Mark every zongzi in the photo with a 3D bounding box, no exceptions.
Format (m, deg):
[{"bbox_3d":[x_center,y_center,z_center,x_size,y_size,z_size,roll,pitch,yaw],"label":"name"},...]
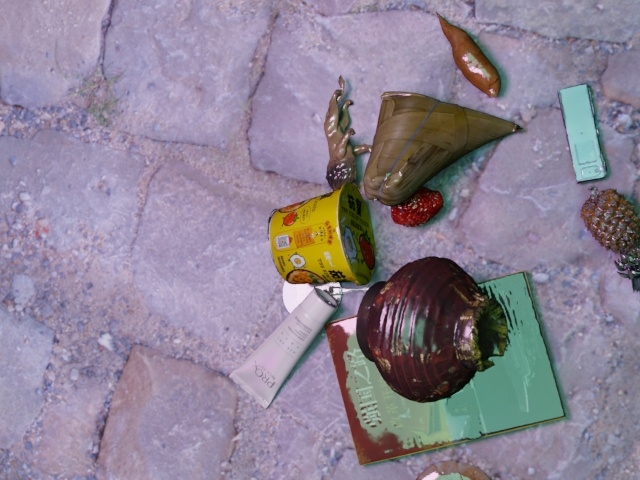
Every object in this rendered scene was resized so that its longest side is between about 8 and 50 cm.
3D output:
[{"bbox_3d":[0.209,-0.143,1.557,0.256,0.115,0.228,13,57,3],"label":"zongzi"}]

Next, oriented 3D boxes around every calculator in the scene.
[{"bbox_3d":[0.456,-0.186,1.576,0.057,0.018,0.172,-11,84,10],"label":"calculator"}]

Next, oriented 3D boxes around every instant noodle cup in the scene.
[{"bbox_3d":[0.000,0.000,1.587,0.144,0.182,0.182,-11,84,20],"label":"instant noodle cup"}]

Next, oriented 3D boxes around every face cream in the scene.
[{"bbox_3d":[-0.062,0.188,1.642,0.092,0.058,0.244,41,104,10],"label":"face cream"}]

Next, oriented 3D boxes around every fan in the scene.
[{"bbox_3d":[0.014,0.094,1.655,0.175,0.005,0.113,-4,85,11],"label":"fan"}]

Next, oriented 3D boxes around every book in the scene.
[{"bbox_3d":[0.214,0.226,1.595,0.374,0.028,0.263,-16,84,10],"label":"book"}]

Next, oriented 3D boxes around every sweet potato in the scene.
[{"bbox_3d":[0.261,-0.333,1.612,0.056,0.056,0.195,-32,77,8],"label":"sweet potato"}]

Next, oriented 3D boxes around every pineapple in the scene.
[{"bbox_3d":[0.519,-0.003,1.518,0.103,0.083,0.221,-35,82,8],"label":"pineapple"}]

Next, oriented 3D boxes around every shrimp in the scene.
[{"bbox_3d":[0.256,0.497,1.554,0.143,0.052,0.251,-30,80,6],"label":"shrimp"}]

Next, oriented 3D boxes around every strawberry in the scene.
[{"bbox_3d":[0.169,-0.065,1.600,0.096,0.083,0.083,-11,84,7],"label":"strawberry"}]

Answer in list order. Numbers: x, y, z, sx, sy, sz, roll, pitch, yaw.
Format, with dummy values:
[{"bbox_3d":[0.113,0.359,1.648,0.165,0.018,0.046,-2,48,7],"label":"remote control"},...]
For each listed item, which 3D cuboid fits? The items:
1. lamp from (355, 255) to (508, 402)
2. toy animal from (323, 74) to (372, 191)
[{"bbox_3d":[0.184,0.146,1.478,0.247,0.247,0.247,-1,86,12],"label":"lamp"},{"bbox_3d":[0.045,-0.193,1.637,0.086,0.069,0.220,-5,83,31],"label":"toy animal"}]
